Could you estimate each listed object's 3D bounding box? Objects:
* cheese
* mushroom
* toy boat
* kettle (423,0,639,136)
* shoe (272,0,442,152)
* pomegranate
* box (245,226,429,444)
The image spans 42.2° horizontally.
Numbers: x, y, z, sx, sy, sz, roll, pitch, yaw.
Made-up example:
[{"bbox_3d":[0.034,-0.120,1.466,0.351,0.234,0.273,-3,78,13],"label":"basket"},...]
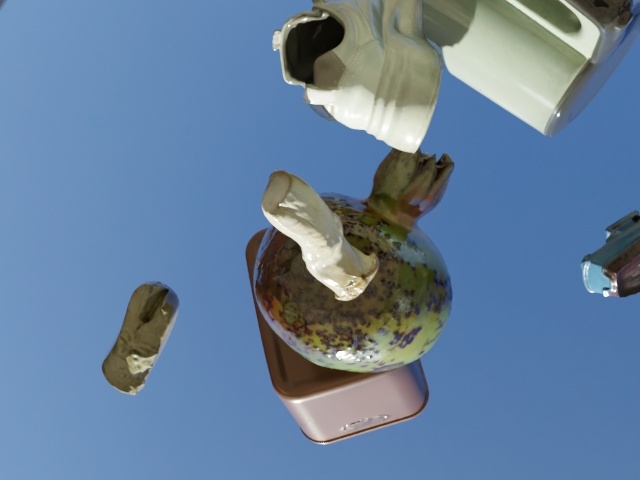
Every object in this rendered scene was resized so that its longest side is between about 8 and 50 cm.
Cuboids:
[{"bbox_3d":[-0.318,0.161,1.492,0.175,0.091,0.203,-83,-162,-71],"label":"cheese"},{"bbox_3d":[0.001,-0.003,0.840,0.054,0.202,0.059,11,-116,34],"label":"mushroom"},{"bbox_3d":[0.466,0.003,1.177,0.223,0.100,0.097,-28,-145,-11],"label":"toy boat"},{"bbox_3d":[0.249,-0.355,1.157,0.376,0.361,0.250,39,-96,14],"label":"kettle"},{"bbox_3d":[0.026,-0.205,0.872,0.316,0.159,0.124,-100,-159,-55],"label":"shoe"},{"bbox_3d":[0.064,0.011,1.148,0.285,0.285,0.341,37,-75,40],"label":"pomegranate"},{"bbox_3d":[0.023,0.139,1.427,0.239,0.229,0.339,-18,-121,5],"label":"box"}]
